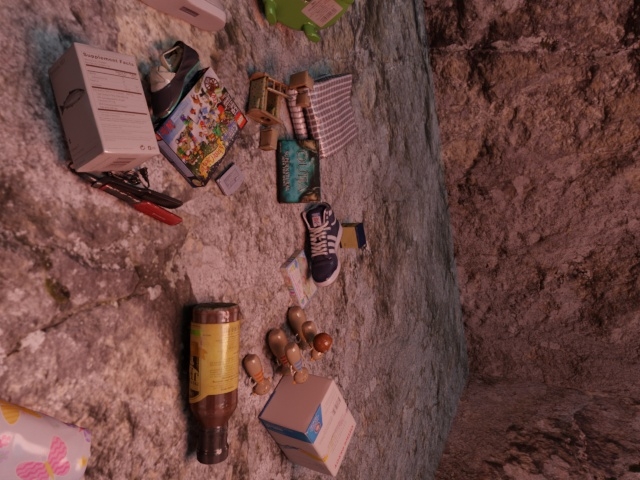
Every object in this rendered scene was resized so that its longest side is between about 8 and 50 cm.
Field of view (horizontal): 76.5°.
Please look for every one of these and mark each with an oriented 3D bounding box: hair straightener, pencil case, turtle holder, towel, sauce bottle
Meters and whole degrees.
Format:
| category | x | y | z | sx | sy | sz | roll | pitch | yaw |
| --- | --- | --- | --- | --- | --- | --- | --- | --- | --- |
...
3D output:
| category | x | y | z | sx | sy | sz | roll | pitch | yaw |
| --- | --- | --- | --- | --- | --- | --- | --- | --- | --- |
| hair straightener | -0.370 | -0.107 | 0.796 | 0.230 | 0.047 | 0.089 | 27 | 50 | -48 |
| pencil case | -0.466 | 0.290 | 0.563 | 0.273 | 0.113 | 0.124 | 51 | 58 | -44 |
| turtle holder | -0.074 | -0.733 | 1.118 | 0.320 | 0.243 | 0.227 | 0 | 70 | -18 |
| towel | 0.022 | -0.410 | 1.320 | 0.283 | 0.121 | 0.235 | -44 | 126 | -48 |
| sauce bottle | -0.239 | 0.316 | 0.914 | 0.111 | 0.111 | 0.344 | 6 | 84 | -57 |

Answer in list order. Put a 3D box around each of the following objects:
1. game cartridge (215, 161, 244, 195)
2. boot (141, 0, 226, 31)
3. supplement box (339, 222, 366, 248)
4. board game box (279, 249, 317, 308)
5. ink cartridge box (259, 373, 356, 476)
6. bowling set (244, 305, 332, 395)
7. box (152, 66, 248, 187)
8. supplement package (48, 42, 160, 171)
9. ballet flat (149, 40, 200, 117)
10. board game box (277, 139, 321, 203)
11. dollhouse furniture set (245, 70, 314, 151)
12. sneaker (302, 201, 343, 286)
| category | x | y | z | sx | sy | sz | roll | pitch | yaw |
| --- | --- | --- | --- | --- | --- | --- | --- | --- | --- |
| game cartridge | -0.227 | -0.153 | 1.028 | 0.056 | 0.017 | 0.083 | 62 | 42 | -31 |
| boot | -0.306 | -0.555 | 0.861 | 0.258 | 0.095 | 0.123 | -9 | 91 | -65 |
| supplement box | 0.114 | -0.019 | 1.488 | 0.056 | 0.083 | 0.083 | -33 | 117 | -52 |
| board game box | -0.065 | 0.121 | 1.262 | 0.103 | 0.026 | 0.154 | -48 | 128 | -47 |
| ink cartridge box | -0.029 | 0.528 | 1.180 | 0.171 | 0.168 | 0.233 | -54 | 132 | -42 |
| bowling set | -0.054 | 0.325 | 1.131 | 0.287 | 0.200 | 0.154 | -42 | 125 | -45 |
| box | -0.272 | -0.260 | 0.932 | 0.159 | 0.044 | 0.233 | 54 | 47 | -41 |
| supplement package | -0.371 | -0.220 | 0.699 | 0.105 | 0.105 | 0.179 | -16 | 91 | -54 |
| ballet flat | -0.316 | -0.345 | 0.846 | 0.074 | 0.074 | 0.203 | 50 | 44 | -45 |
| board game box | -0.062 | -0.203 | 1.202 | 0.126 | 0.026 | 0.186 | -3 | 92 | -12 |
| dollhouse furniture set | -0.111 | -0.350 | 1.076 | 0.101 | 0.161 | 0.182 | 15 | 76 | -56 |
| sneaker | 0.000 | 0.000 | 1.275 | 0.282 | 0.099 | 0.153 | -80 | 151 | -43 |
